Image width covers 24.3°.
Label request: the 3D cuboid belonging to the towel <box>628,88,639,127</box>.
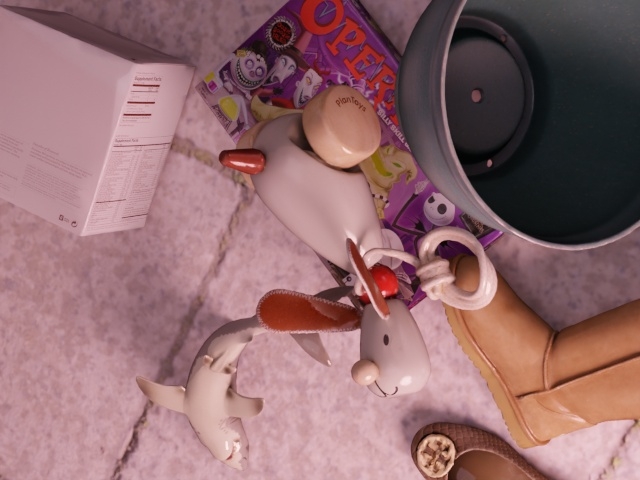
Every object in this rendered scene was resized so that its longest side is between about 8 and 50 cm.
[{"bbox_3d":[0.482,-0.063,1.456,0.336,0.040,0.243,-9,90,21],"label":"towel"}]

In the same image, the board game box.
[{"bbox_3d":[0.038,-0.097,1.624,0.208,0.056,0.347,-40,80,16],"label":"board game box"}]

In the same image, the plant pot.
[{"bbox_3d":[0.191,-0.144,1.444,0.196,0.293,0.293,8,101,62],"label":"plant pot"}]

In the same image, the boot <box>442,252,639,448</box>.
[{"bbox_3d":[0.282,0.081,1.492,0.269,0.089,0.236,-22,105,34],"label":"boot"}]

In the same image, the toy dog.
[{"bbox_3d":[0.000,0.000,1.505,0.334,0.161,0.220,54,134,21],"label":"toy dog"}]

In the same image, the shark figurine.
[{"bbox_3d":[-0.090,0.122,1.661,0.166,0.116,0.278,31,128,-5],"label":"shark figurine"}]

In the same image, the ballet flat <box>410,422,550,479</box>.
[{"bbox_3d":[0.203,0.273,1.583,0.250,0.058,0.084,31,105,17],"label":"ballet flat"}]

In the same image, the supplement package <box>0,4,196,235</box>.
[{"bbox_3d":[-0.281,-0.138,1.692,0.194,0.149,0.203,24,104,18],"label":"supplement package"}]
